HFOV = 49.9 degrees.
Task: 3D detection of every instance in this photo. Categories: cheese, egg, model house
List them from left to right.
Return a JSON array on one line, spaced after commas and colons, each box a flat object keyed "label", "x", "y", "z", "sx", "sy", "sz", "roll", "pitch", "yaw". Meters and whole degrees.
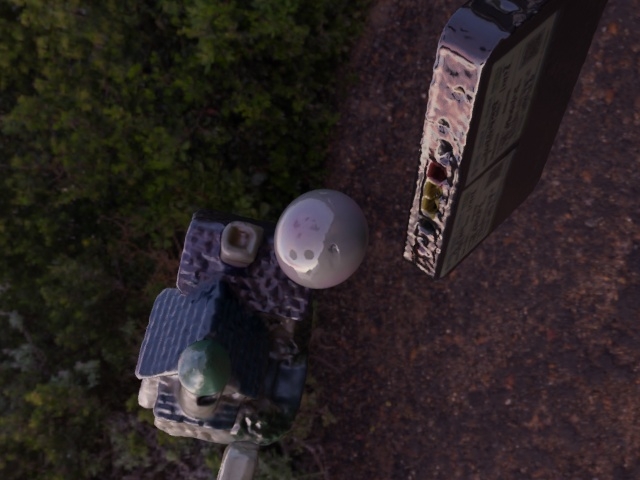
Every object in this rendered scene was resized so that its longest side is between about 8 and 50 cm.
[{"label": "cheese", "x": -0.113, "y": 0.323, "z": 0.782, "sx": 0.065, "sy": 0.043, "sz": 0.194, "roll": 175, "pitch": 114, "yaw": -80}, {"label": "model house", "x": -0.121, "y": 0.110, "z": 0.977, "sx": 0.284, "sy": 0.243, "sz": 0.298, "roll": 106, "pitch": 173, "yaw": -57}, {"label": "egg", "x": 0.000, "y": 0.000, "z": 0.759, "sx": 0.135, "sy": 0.103, "sz": 0.103, "roll": 114, "pitch": 144, "yaw": -61}]

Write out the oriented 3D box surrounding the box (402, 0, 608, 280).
[{"label": "box", "x": 0.178, "y": -0.116, "z": 0.688, "sx": 0.058, "sy": 0.211, "sz": 0.350, "roll": 39, "pitch": 153, "yaw": 24}]
